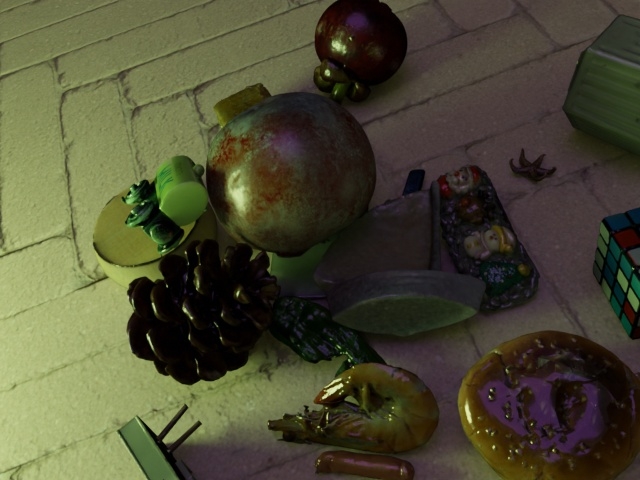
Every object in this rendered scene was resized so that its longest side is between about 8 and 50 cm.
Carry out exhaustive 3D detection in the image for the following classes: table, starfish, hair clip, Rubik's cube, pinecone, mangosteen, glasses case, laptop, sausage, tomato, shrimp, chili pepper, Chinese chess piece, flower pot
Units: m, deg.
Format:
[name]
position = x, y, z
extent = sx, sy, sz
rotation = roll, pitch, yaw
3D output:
[table]
position = -0.193, 0.366, 1.086
extent = 0.111, 0.122, 0.240
rotation = -37, 55, -15
[starfish]
position = 0.416, -0.148, 1.391
extent = 0.078, 0.028, 0.091
rotation = -16, 49, -7
[hair clip]
position = 0.287, -0.027, 1.290
extent = 0.138, 0.091, 0.321
rotation = -18, 50, 3
[Rubik's cube]
position = 0.549, 0.042, 1.134
extent = 0.155, 0.154, 0.151
rotation = -15, 51, 1
[pinecone]
position = -0.196, 0.114, 1.189
extent = 0.309, 0.244, 0.244
rotation = -39, 39, 42
[mangosteen]
position = 0.074, -0.417, 1.583
extent = 0.215, 0.215, 0.258
rotation = 38, 104, 33
[glasses case]
position = 0.188, -0.108, 1.417
extent = 0.033, 0.023, 0.083
rotation = 5, 53, 23
[laptop]
position = 0.000, 0.000, 1.385
extent = 0.187, 0.015, 0.269
rotation = -3, 53, 10
[sausage]
position = 0.067, 0.350, 1.091
extent = 0.157, 0.036, 0.042
rotation = 1, 43, 15
[tomato]
position = -0.053, -0.119, 1.291
extent = 0.316, 0.283, 0.317
rotation = -20, 23, 9
[shrimp]
position = 0.043, 0.263, 1.107
extent = 0.287, 0.152, 0.063
rotation = -5, 17, 17
[chili pepper]
position = 0.018, 0.180, 1.206
extent = 0.253, 0.083, 0.099
rotation = 33, 67, 26
[Chinese chess piece]
position = -0.333, -0.015, 1.421
extent = 0.249, 0.103, 0.250
rotation = -7, 52, 9
[flower pot]
position = 0.603, -0.287, 1.338
extent = 0.189, 0.209, 0.239
rotation = 32, 64, 30

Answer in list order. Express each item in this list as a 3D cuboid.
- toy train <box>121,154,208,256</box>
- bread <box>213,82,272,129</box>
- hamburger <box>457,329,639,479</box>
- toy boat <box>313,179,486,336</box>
[toy train]
position = -0.267, -0.078, 1.269
extent = 0.157, 0.105, 0.253
rotation = -44, 24, 2
[bread]
position = -0.146, -0.244, 1.551
extent = 0.138, 0.102, 0.196
rotation = -24, 53, -2
[hamburger]
position = 0.347, 0.256, 1.036
extent = 0.286, 0.146, 0.243
rotation = 0, 60, 11
[toy boat]
position = 0.125, 0.047, 1.241
extent = 0.276, 0.111, 0.293
rotation = -16, 44, -1
